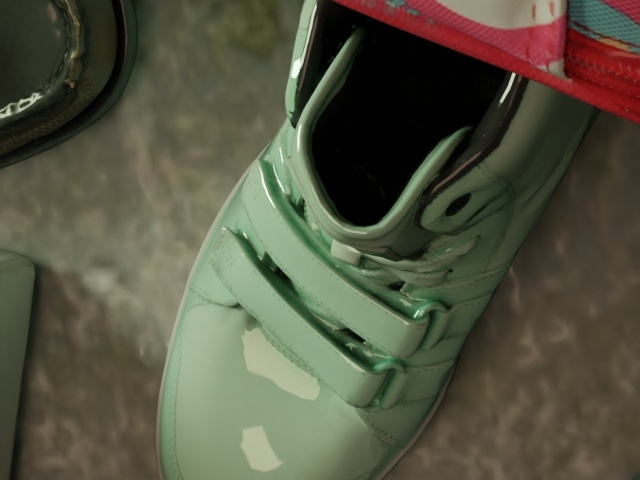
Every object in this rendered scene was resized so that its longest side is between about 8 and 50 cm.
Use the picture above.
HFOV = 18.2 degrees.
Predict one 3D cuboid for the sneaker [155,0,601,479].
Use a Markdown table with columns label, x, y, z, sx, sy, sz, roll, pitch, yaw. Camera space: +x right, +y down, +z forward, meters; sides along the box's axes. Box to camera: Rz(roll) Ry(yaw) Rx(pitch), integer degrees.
| label | x | y | z | sx | sy | sz | roll | pitch | yaw |
| --- | --- | --- | --- | --- | --- | --- | --- | --- | --- |
| sneaker | 0.000 | -0.001 | 0.561 | 0.094 | 0.151 | 0.256 | 35 | 112 | 12 |

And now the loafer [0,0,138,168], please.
| label | x | y | z | sx | sy | sz | roll | pitch | yaw |
| --- | --- | --- | --- | --- | --- | --- | --- | --- | --- |
| loafer | -0.195 | -0.061 | 0.669 | 0.267 | 0.084 | 0.096 | 1 | 100 | 23 |

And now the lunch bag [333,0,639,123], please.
| label | x | y | z | sx | sy | sz | roll | pitch | yaw |
| --- | --- | --- | --- | --- | --- | --- | --- | --- | --- |
| lunch bag | 0.059 | -0.166 | 0.468 | 0.293 | 0.258 | 0.120 | 28 | 143 | 24 |

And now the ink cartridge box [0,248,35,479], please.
| label | x | y | z | sx | sy | sz | roll | pitch | yaw |
| --- | --- | --- | --- | --- | --- | --- | --- | --- | --- |
| ink cartridge box | -0.254 | 0.075 | 0.702 | 0.273 | 0.114 | 0.197 | 14 | 104 | 22 |

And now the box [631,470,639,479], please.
| label | x | y | z | sx | sy | sz | roll | pitch | yaw |
| --- | --- | --- | --- | --- | --- | --- | --- | --- | --- |
| box | 0.235 | 0.073 | 0.477 | 0.270 | 0.143 | 0.165 | -25 | 89 | 24 |
